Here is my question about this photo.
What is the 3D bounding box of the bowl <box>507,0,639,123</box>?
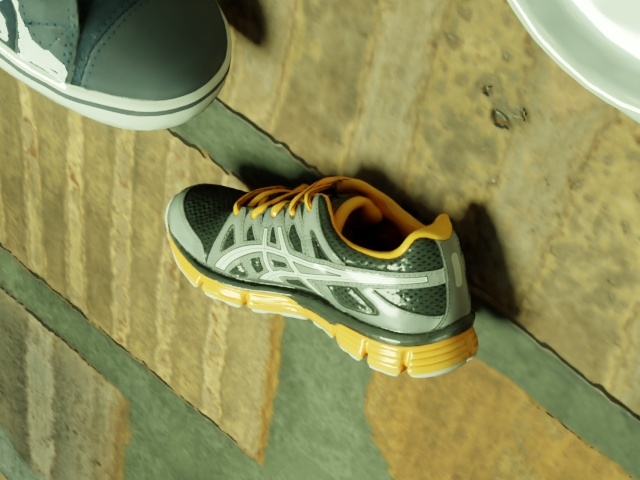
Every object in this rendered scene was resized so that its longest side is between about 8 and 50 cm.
[{"bbox_3d":[0.144,-0.127,0.500,0.298,0.134,0.298,31,142,28],"label":"bowl"}]

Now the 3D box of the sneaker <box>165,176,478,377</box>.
[{"bbox_3d":[0.000,0.000,0.864,0.215,0.084,0.083,20,124,34],"label":"sneaker"}]

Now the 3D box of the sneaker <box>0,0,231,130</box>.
[{"bbox_3d":[-0.168,-0.196,0.806,0.321,0.126,0.127,43,152,3],"label":"sneaker"}]
